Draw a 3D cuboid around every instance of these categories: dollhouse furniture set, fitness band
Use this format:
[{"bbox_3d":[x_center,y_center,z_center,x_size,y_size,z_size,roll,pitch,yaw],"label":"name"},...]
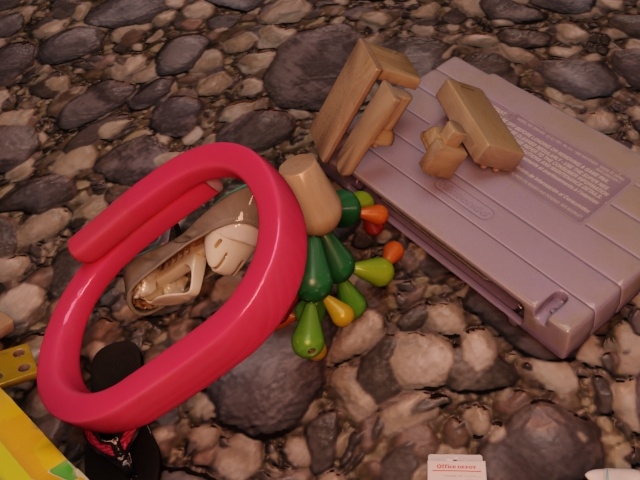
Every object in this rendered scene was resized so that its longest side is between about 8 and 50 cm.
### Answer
[{"bbox_3d":[0.096,-0.105,0.823,0.151,0.123,0.144,9,41,-29],"label":"dollhouse furniture set"},{"bbox_3d":[-0.137,0.041,0.674,0.291,0.054,0.209,-36,50,16],"label":"fitness band"}]

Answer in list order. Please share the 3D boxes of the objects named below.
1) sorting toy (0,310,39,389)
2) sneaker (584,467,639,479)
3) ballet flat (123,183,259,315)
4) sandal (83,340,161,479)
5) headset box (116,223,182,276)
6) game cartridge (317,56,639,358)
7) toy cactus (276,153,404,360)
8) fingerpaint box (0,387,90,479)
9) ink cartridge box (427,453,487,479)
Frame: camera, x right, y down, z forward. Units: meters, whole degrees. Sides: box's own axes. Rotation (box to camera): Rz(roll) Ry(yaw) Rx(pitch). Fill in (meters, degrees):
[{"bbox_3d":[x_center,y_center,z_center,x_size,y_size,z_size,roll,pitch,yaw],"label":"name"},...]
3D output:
[{"bbox_3d":[-0.386,0.106,0.765,0.275,0.046,0.132,22,40,30],"label":"sorting toy"},{"bbox_3d":[0.217,0.236,0.572,0.061,0.053,0.152,3,43,24],"label":"sneaker"},{"bbox_3d":[-0.109,0.016,0.758,0.213,0.072,0.068,-29,52,27],"label":"ballet flat"},{"bbox_3d":[-0.186,0.160,0.704,0.067,0.040,0.179,-16,49,-4],"label":"sandal"},{"bbox_3d":[-0.191,0.005,0.845,0.083,0.032,0.062,-4,49,7],"label":"headset box"},{"bbox_3d":[0.194,-0.058,0.821,0.230,0.068,0.355,-32,52,-23],"label":"game cartridge"},{"bbox_3d":[0.000,0.000,0.728,0.112,0.180,0.219,5,43,32],"label":"toy cactus"},{"bbox_3d":[-0.247,0.301,0.414,0.371,0.163,0.445,-34,36,-31],"label":"fingerpaint box"},{"bbox_3d":[0.110,0.205,0.625,0.048,0.028,0.083,-1,49,8],"label":"ink cartridge box"}]
